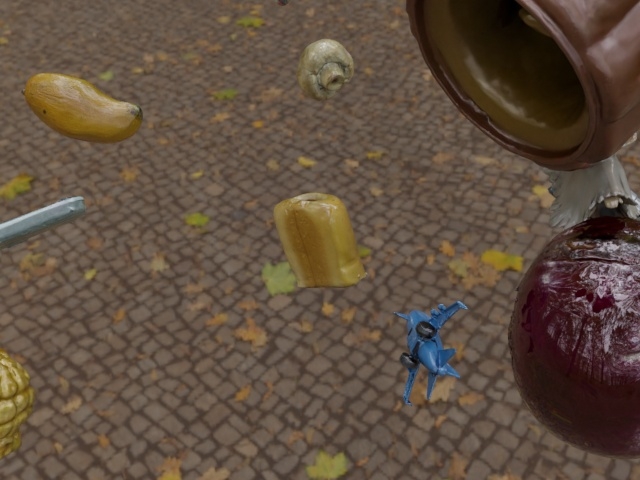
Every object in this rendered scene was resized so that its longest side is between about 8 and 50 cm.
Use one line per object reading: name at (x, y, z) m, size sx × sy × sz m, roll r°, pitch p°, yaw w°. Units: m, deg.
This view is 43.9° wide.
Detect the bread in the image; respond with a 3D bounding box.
bread at (0.001, -0.001, 1.332) m, size 0.134 × 0.173 × 0.085 m, roll 0°, pitch 25°, yaw 33°

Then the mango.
mango at (-0.372, -0.203, 1.237) m, size 0.190 × 0.098 × 0.075 m, roll 18°, pitch 33°, yaw -6°

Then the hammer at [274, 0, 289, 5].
hammer at (-0.084, -0.471, 1.455) m, size 0.083 × 0.053 × 0.031 m, roll 39°, pitch 12°, yaw 8°

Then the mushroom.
mushroom at (0.009, -0.389, 1.818) m, size 0.148 × 0.148 × 0.112 m, roll -20°, pitch 56°, yaw -19°

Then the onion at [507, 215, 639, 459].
onion at (0.388, 0.155, 1.060) m, size 0.281 × 0.337 × 0.260 m, roll 15°, pitch 37°, yaw 21°

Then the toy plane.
toy plane at (0.224, 0.217, 1.700) m, size 0.105 × 0.254 × 0.271 m, roll 19°, pitch 19°, yaw -20°

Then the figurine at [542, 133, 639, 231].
figurine at (0.398, -0.158, 1.173) m, size 0.166 × 0.387 × 0.207 m, roll -15°, pitch 24°, yaw 1°

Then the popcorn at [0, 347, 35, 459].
popcorn at (-0.660, 0.321, 1.506) m, size 0.250 × 0.250 × 0.190 m, roll 34°, pitch 14°, yaw 38°

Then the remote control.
remote control at (-0.644, -0.037, 1.781) m, size 0.247 × 0.052 × 0.104 m, roll -25°, pitch 0°, yaw -21°

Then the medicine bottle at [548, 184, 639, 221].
medicine bottle at (0.452, -0.084, 1.328) m, size 0.220 × 0.092 × 0.061 m, roll 40°, pitch 14°, yaw 9°

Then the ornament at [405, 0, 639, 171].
ornament at (0.195, -0.173, 0.532) m, size 0.217 × 0.235 × 0.221 m, roll -41°, pitch 51°, yaw -12°
